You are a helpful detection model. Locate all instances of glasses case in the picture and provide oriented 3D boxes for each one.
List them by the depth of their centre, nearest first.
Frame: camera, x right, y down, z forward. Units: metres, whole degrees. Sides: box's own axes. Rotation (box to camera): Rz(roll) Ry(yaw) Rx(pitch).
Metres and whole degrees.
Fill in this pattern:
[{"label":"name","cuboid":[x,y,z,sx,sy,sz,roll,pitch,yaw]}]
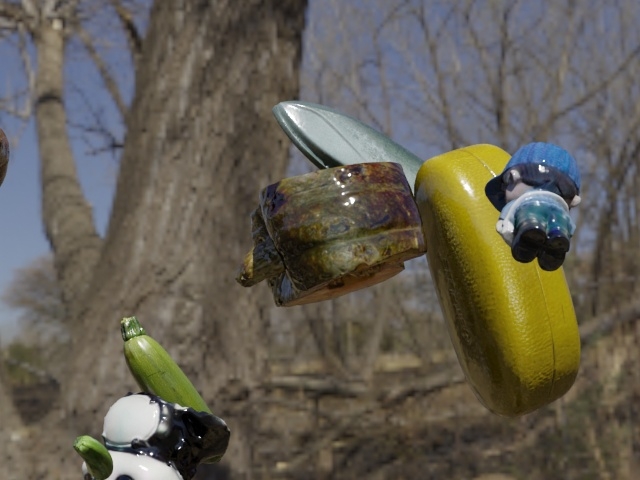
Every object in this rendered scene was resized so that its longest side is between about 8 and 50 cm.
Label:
[{"label":"glasses case","cuboid":[0.232,0.056,1.680,0.141,0.371,0.173,-18,2,-30]}]

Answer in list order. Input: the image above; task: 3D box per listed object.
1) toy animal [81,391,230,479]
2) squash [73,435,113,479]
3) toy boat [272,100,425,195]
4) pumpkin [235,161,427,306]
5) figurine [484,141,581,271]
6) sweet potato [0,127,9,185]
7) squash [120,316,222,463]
[{"label":"toy animal","cuboid":[-0.220,0.291,1.574,0.166,0.179,0.138,-3,-39,47]},{"label":"squash","cuboid":[-0.213,0.204,1.176,0.027,0.027,0.089,-2,-28,1]},{"label":"toy boat","cuboid":[0.061,-0.116,1.888,0.319,0.141,0.092,33,-54,-17]},{"label":"pumpkin","cuboid":[0.000,0.000,1.523,0.222,0.139,0.317,-12,-4,-9]},{"label":"figurine","cuboid":[0.185,-0.035,1.055,0.077,0.079,0.136,18,21,-4]},{"label":"sweet potato","cuboid":[-0.500,-0.116,1.779,0.112,0.112,0.359,1,-20,-21]},{"label":"squash","cuboid":[-0.215,0.221,1.789,0.066,0.252,0.066,-32,13,9]}]
